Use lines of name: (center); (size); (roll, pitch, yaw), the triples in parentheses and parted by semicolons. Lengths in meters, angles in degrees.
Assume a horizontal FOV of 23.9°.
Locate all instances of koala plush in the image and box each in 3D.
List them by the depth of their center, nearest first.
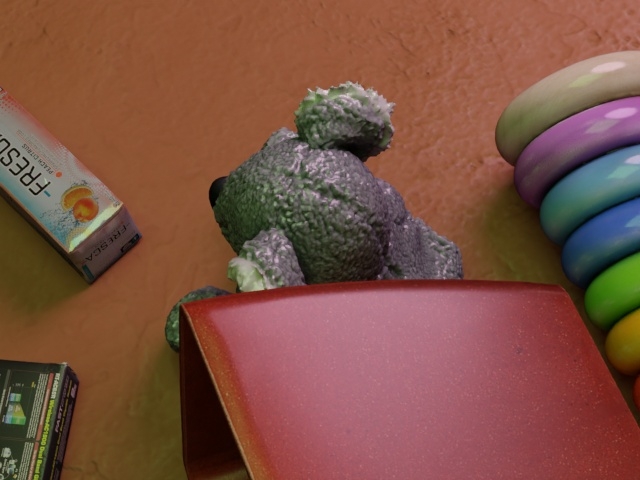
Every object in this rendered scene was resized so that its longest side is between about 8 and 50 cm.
koala plush: (0.000, 0.000, 1.034); (0.203, 0.221, 0.196); (22, 69, 17)

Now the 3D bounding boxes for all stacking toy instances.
stacking toy: (0.236, 0.041, 1.047); (0.141, 0.141, 0.330); (-17, 71, 0)

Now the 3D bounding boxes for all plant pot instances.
plant pot: (0.067, 0.171, 0.940); (0.236, 0.267, 0.267); (-18, 63, -14)

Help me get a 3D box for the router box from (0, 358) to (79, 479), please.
router box: (-0.233, 0.147, 1.099); (0.092, 0.038, 0.122); (4, 66, 10)

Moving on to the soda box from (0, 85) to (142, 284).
soda box: (-0.223, -0.051, 1.177); (0.058, 0.063, 0.183); (-42, 66, -12)
